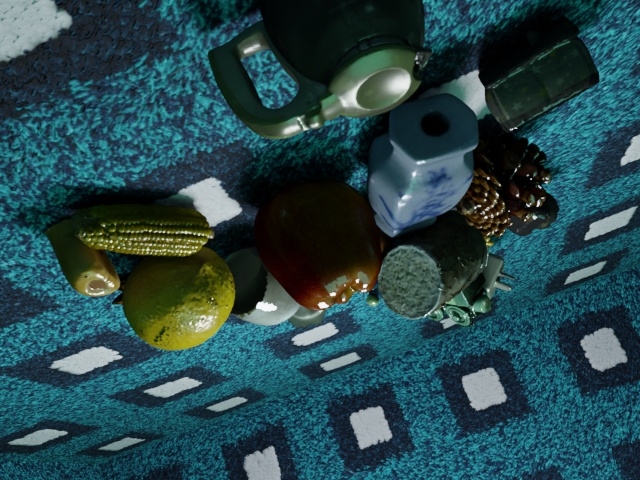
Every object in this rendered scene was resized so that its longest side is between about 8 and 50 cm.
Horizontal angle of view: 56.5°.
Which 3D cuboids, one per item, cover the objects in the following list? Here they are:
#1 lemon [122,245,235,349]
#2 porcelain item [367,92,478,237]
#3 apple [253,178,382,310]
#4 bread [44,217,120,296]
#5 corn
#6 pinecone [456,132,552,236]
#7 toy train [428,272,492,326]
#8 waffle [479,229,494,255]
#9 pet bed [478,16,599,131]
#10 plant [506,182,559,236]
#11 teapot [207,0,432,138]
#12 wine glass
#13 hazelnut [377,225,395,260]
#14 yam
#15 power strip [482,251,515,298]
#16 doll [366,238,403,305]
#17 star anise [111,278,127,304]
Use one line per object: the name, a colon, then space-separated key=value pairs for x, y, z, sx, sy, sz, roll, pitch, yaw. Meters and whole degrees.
lemon: x=-0.351 y=0.140 z=1.464 sx=0.310 sy=0.257 sz=0.258 roll=-34 pitch=152 yaw=33
porcelain item: x=0.223 y=-0.157 z=1.380 sx=0.243 sy=0.178 sz=0.405 roll=-17 pitch=160 yaw=-9
apple: x=0.000 y=0.000 z=1.416 sx=0.288 sy=0.316 sz=0.288 roll=-26 pitch=170 yaw=-5
bread: x=-0.515 y=0.044 z=1.289 sx=0.085 sy=0.173 sz=0.134 roll=-34 pitch=155 yaw=-5
corn: x=-0.378 y=-0.023 z=1.303 sx=0.322 sy=0.119 sz=0.119 roll=3 pitch=148 yaw=-37
pinecone: x=0.454 y=-0.153 z=1.499 sx=0.264 sy=0.264 sz=0.264 roll=-16 pitch=155 yaw=-7
toy train: x=0.432 y=0.161 z=2.027 sx=0.299 sy=0.238 sz=0.167 roll=3 pitch=-137 yaw=49
waffle: x=0.444 y=0.014 z=1.844 sx=0.051 sy=0.228 sz=0.231 roll=24 pitch=103 yaw=-23
pet bed: x=0.434 y=-0.336 z=1.213 sx=0.211 sy=0.159 sz=0.183 roll=-28 pitch=180 yaw=22
plant: x=0.604 y=-0.108 z=1.787 sx=0.256 sy=0.164 sz=0.142 roll=9 pitch=145 yaw=-27
teapot: x=0.009 y=-0.297 z=0.866 sx=0.322 sy=0.239 sz=0.239 roll=-11 pitch=153 yaw=-15
wine glass: x=-0.129 y=0.130 z=1.666 sx=0.238 sy=0.238 sz=0.323 roll=-32 pitch=157 yaw=26
hazelnut: x=0.113 y=0.007 z=1.632 sx=0.181 sy=0.212 sz=0.181 roll=8 pitch=107 yaw=-3
yam: x=0.309 y=0.063 z=1.636 sx=0.241 sy=0.241 sz=0.348 roll=-39 pitch=174 yaw=37
power strip: x=0.586 y=0.121 z=2.138 sx=0.139 sy=0.224 sz=0.140 roll=-62 pitch=156 yaw=-11
doll: x=0.211 y=0.098 z=1.870 sx=0.322 sy=0.198 sz=0.186 roll=-5 pitch=178 yaw=-35
star anise: x=-0.499 y=0.131 z=1.607 sx=0.157 sy=0.053 sz=0.212 roll=-6 pitch=154 yaw=-27
